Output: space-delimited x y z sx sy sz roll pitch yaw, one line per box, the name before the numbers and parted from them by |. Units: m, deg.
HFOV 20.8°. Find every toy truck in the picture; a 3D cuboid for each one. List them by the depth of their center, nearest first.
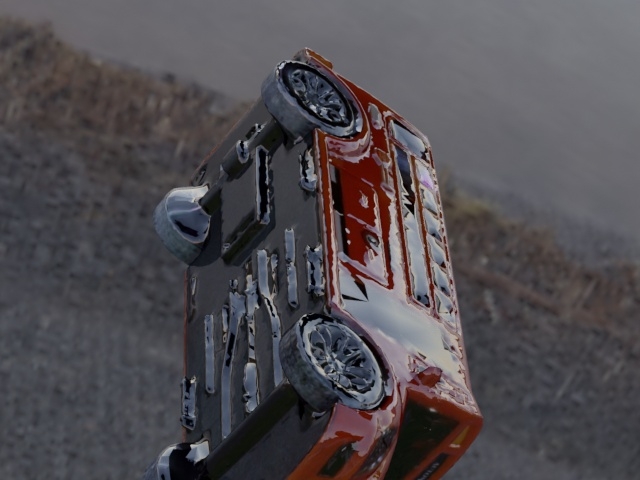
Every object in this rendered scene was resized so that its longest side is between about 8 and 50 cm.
toy truck | 0.000 0.034 0.753 0.114 0.107 0.252 29 33 -26
